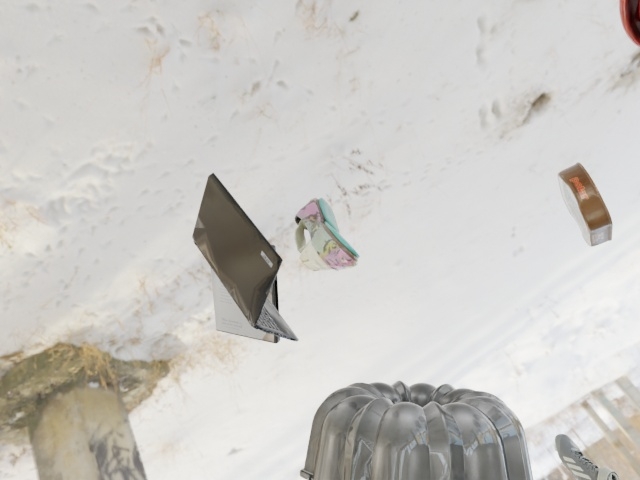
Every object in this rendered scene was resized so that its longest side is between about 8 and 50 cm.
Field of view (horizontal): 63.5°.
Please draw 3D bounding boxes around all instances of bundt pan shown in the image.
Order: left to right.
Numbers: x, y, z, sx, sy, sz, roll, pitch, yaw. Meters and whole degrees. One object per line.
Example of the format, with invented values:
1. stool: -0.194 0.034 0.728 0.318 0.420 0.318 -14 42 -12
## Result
1. bundt pan: 0.136 0.279 0.750 0.331 0.124 0.331 1 173 0

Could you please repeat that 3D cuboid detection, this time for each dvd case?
1. dvd case: -0.185 0.120 1.254 0.022 0.181 0.252 -35 128 -59

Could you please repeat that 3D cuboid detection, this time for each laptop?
1. laptop: -0.118 0.041 0.949 0.136 0.234 0.264 -43 150 5

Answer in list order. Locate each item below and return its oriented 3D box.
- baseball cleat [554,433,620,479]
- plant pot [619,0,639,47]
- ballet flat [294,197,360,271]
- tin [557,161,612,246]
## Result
1. baseball cleat: 0.623 0.528 1.192 0.072 0.205 0.109 11 129 -22
2. plant pot: 0.477 -0.293 0.611 0.191 0.174 0.190 -4 118 -8
3. ballet flat: 0.000 0.000 0.795 0.079 0.221 0.077 -39 116 6
4. tin: 0.403 -0.052 0.790 0.040 0.106 0.190 -23 156 22
